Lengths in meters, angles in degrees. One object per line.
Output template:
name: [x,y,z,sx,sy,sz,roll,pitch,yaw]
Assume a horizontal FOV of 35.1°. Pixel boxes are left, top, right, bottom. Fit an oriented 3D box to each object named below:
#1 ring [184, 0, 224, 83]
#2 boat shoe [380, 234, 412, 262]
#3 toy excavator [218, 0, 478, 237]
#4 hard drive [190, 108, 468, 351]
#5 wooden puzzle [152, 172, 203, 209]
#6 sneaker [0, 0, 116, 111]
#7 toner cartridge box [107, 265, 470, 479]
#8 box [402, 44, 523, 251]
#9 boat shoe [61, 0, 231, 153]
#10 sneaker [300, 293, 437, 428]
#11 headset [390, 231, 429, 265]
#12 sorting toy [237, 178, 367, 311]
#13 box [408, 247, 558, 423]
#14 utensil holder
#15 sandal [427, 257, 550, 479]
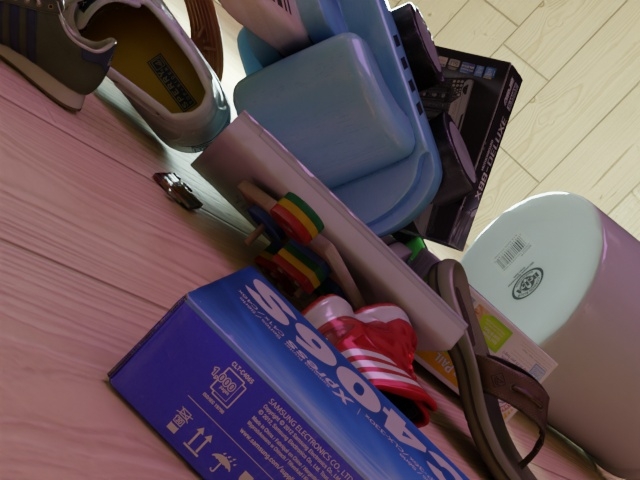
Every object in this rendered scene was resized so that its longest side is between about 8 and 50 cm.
ring: [-0.235,-0.321,1.281,0.336,0.032,0.336,43,-27,29]
boat shoe: [0.063,0.020,1.321,0.088,0.096,0.267,40,8,4]
toy excavator: [-0.025,-0.214,1.088,0.445,0.222,0.433,7,64,-70]
hard drive: [0.000,0.000,1.069,0.307,0.040,0.203,43,-15,-9]
wooden puzzle: [-0.145,-0.051,1.035,0.049,0.006,0.083,44,10,5]
sneaker: [-0.277,-0.211,0.946,0.192,0.086,0.064,38,11,-27]
toner cartridge box: [0.036,0.168,0.641,0.348,0.075,0.165,44,11,3]
box: [0.081,-0.146,1.344,0.307,0.242,0.076,20,-1,25]
boat shoe: [-0.242,-0.257,1.123,0.367,0.136,0.156,52,-6,9]
sneaker: [0.054,0.124,0.898,0.128,0.087,0.221,52,18,23]
headset: [0.091,-0.104,1.686,0.394,0.185,0.243,61,16,25]
sorting toy: [-0.025,0.024,1.010,0.132,0.046,0.274,37,-13,33]
box: [0.178,0.123,1.265,0.203,0.114,0.103,39,4,-22]
utensil holder: [0.431,0.151,1.585,0.385,0.327,0.327,35,12,-29]
sandal: [0.199,0.157,1.105,0.120,0.086,0.303,9,62,-75]
